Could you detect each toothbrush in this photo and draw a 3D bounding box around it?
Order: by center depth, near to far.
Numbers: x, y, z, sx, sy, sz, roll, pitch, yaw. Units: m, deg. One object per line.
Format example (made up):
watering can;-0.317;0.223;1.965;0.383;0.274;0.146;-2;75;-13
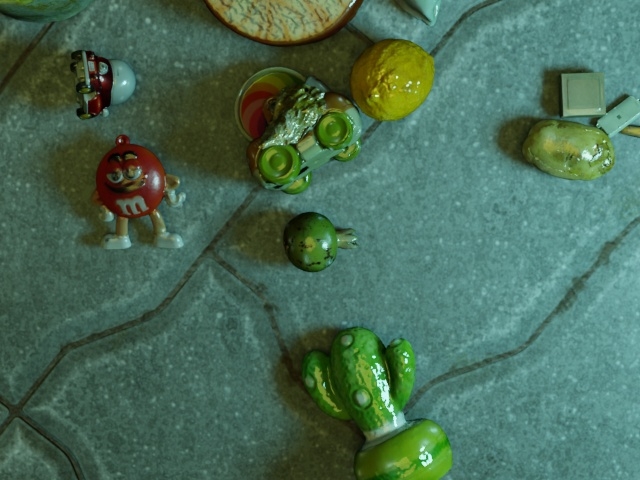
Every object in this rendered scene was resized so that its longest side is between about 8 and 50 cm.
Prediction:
toothbrush;0.708;-0.182;1.865;0.321;0.031;0.023;8;96;0

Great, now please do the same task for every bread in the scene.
bread;-0.073;-0.494;1.801;0.328;0.114;0.295;31;98;-2

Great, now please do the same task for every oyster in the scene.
oyster;-0.054;-0.217;1.765;0.146;0.121;0.045;-31;133;3

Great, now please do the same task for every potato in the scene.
potato;0.453;-0.164;1.853;0.170;0.080;0.107;17;86;1

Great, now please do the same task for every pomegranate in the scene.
pomegranate;0.000;0.000;1.884;0.142;0.114;0.114;-7;99;-21

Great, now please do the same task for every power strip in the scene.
power strip;0.549;-0.227;1.864;0.090;0.016;0.040;-37;68;7

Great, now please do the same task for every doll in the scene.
doll;-0.340;-0.087;1.888;0.183;0.085;0.217;-1;108;3

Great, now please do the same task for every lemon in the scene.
lemon;0.130;-0.289;1.810;0.187;0.142;0.142;-38;98;-36

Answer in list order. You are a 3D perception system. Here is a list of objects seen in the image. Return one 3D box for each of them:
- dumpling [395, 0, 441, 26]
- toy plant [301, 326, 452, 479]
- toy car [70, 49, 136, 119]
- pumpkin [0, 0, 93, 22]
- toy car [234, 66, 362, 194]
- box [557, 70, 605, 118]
dumpling;0.170;-0.492;1.811;0.105;0.149;0.216;-14;117;-26
toy plant;0.108;0.311;1.896;0.224;0.184;0.316;-30;86;24
toy car;-0.390;-0.288;1.841;0.112;0.139;0.112;-7;76;-16
pumpkin;-0.519;-0.555;1.770;0.332;0.199;0.332;0;95;1
toy car;-0.052;-0.217;1.843;0.235;0.145;0.235;-1;83;9
box;0.474;-0.266;1.853;0.079;0.035;0.083;-1;88;2
